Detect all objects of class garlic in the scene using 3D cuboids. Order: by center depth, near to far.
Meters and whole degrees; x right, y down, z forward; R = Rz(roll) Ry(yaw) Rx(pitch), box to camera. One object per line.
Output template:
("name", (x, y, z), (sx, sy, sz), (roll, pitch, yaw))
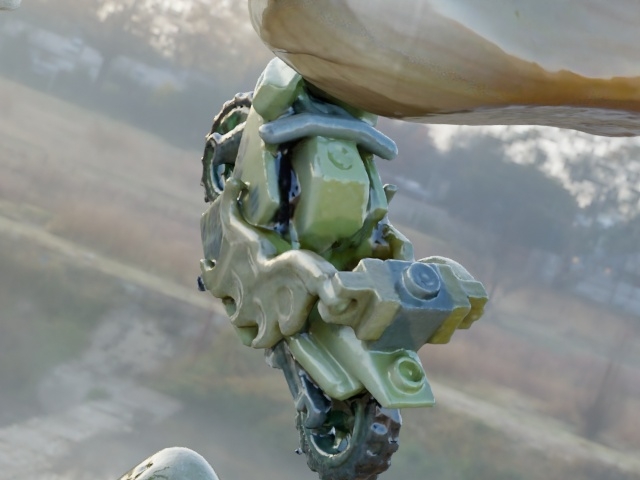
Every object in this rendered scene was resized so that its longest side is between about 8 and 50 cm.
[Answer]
("garlic", (0.129, -0.173, 0.781), (0.313, 0.286, 0.249), (15, 40, -1))

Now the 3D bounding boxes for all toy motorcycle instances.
("toy motorcycle", (0.000, 0.000, 1.166), (0.169, 0.237, 0.410), (1, 51, -32))

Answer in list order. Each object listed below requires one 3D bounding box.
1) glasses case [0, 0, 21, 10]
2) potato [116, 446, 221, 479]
("glasses case", (-0.442, -0.323, 1.587), (0.196, 0.050, 0.083), (23, 16, 20))
("potato", (-0.173, 0.412, 1.589), (0.221, 0.326, 0.243), (-29, 29, -28))
